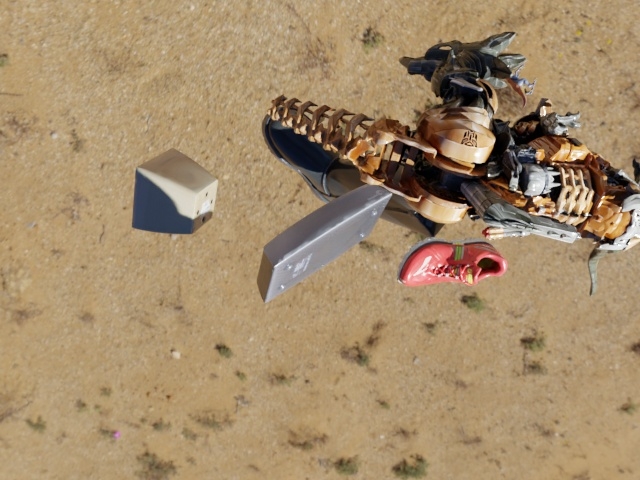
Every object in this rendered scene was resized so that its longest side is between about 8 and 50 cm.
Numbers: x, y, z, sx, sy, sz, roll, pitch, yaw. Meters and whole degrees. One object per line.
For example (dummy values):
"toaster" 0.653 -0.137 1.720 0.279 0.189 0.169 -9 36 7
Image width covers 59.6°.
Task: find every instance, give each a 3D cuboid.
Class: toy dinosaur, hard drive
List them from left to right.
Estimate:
"hard drive" 0.000 0.000 0.978 0.254 0.054 0.172 -32 163 -25
"toy dinosaur" 0.126 -0.085 0.490 0.321 0.218 0.164 31 123 -13
"toy dinosaur" 0.394 -0.327 1.134 0.082 0.090 0.047 25 160 20
"toy dinosaur" 0.374 -0.021 0.686 0.118 0.064 0.268 -51 154 -7

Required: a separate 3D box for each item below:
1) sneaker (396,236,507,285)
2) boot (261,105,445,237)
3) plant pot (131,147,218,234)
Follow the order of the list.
"sneaker" 0.307 0.056 1.273 0.278 0.118 0.107 -10 121 -22
"boot" 0.086 -0.186 1.440 0.146 0.445 0.367 -54 129 -8
"plant pot" -0.226 -0.070 0.892 0.096 0.109 0.109 20 120 9
